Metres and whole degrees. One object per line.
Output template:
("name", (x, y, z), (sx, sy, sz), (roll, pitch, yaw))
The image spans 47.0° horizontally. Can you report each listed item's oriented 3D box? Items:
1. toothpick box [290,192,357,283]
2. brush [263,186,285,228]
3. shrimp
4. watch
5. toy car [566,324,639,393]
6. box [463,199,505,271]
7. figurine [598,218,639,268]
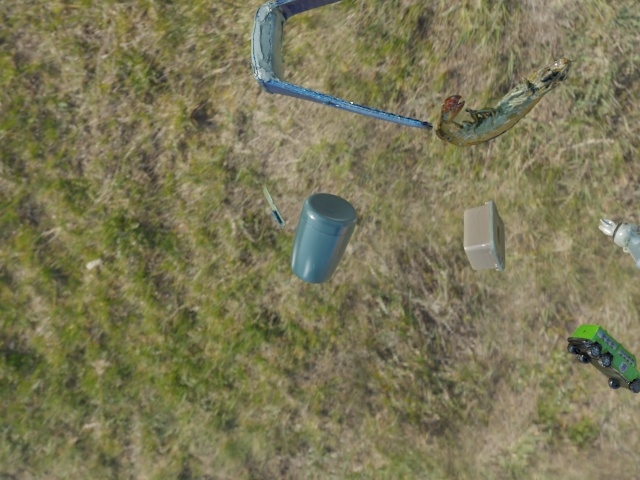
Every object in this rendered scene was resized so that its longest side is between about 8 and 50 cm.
("toothpick box", (0.000, 0.000, 1.595), (0.120, 0.120, 0.184), (21, 124, 2))
("brush", (-0.084, -0.057, 1.286), (0.084, 0.013, 0.016), (63, 153, 23))
("shrimp", (0.211, -0.172, 0.892), (0.124, 0.034, 0.178), (5, 151, -34))
("watch", (0.027, -0.279, 1.177), (0.274, 0.068, 0.277), (-8, 77, 12))
("toy car", (0.544, 0.223, 1.387), (0.165, 0.071, 0.062), (39, 76, -13))
("box", (0.312, -0.005, 1.404), (0.062, 0.122, 0.089), (-11, 137, 23))
("figurine", (0.700, -0.005, 1.633), (0.098, 0.146, 0.081), (-14, 138, -21))
